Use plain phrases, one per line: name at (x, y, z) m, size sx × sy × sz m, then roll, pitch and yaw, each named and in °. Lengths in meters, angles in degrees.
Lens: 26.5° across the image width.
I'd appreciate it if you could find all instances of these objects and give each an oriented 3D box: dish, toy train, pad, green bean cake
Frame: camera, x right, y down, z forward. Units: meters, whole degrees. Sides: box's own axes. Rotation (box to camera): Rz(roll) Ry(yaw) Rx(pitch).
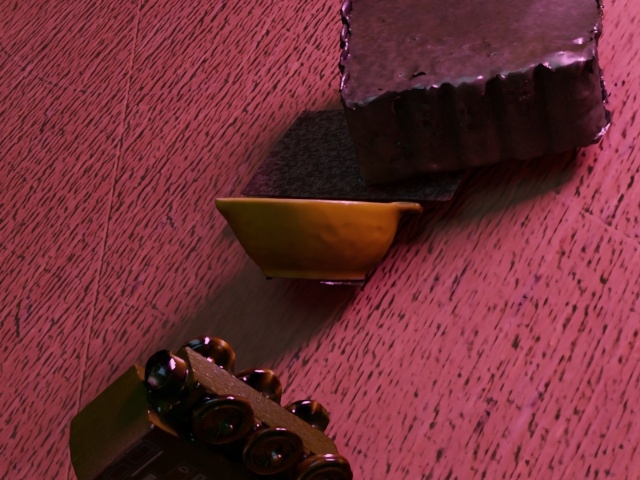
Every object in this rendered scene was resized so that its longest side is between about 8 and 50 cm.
dish at (0.000, 0.000, 1.249) m, size 0.208 × 0.080 × 0.149 m, roll 2°, pitch 2°, yaw -21°
toy train at (-0.077, 0.167, 1.069) m, size 0.137 × 0.225 × 0.090 m, roll -41°, pitch 39°, yaw 14°
pad at (0.050, -0.088, 1.354) m, size 0.235 × 0.003 × 0.158 m, roll 2°, pitch 39°, yaw 30°
green bean cake at (0.148, -0.176, 1.305) m, size 0.255 × 0.132 × 0.241 m, roll -10°, pitch 38°, yaw 9°
